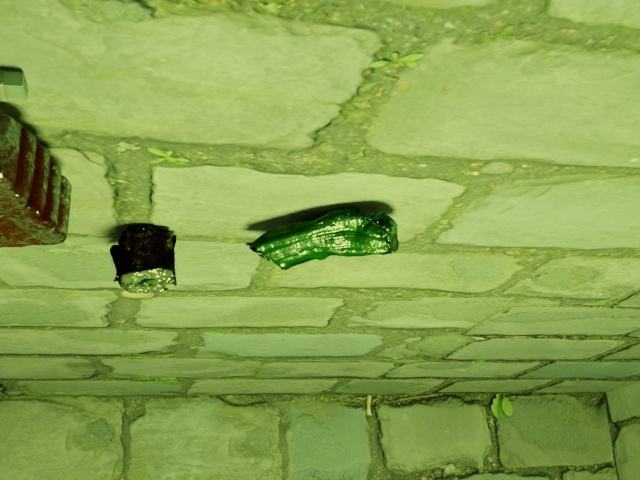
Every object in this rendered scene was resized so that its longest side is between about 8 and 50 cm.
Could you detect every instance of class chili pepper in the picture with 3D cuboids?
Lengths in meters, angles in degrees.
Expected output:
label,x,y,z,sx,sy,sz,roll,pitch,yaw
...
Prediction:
label,x,y,z,sx,sy,sz,roll,pitch,yaw
chili pepper,0.000,-0.002,1.124,0.224,0.061,0.098,-8,145,22

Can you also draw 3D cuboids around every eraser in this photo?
label,x,y,z,sx,sy,sz,roll,pitch,yaw
eraser,-0.326,-0.149,0.743,0.083,0.019,0.038,2,161,-12

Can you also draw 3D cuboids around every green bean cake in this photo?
label,x,y,z,sx,sy,sz,roll,pitch,yaw
green bean cake,-0.390,-0.068,0.839,0.198,0.097,0.233,-2,161,6

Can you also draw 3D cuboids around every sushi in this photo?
label,x,y,z,sx,sy,sz,roll,pitch,yaw
sushi,-0.261,0.029,1.142,0.098,0.084,0.094,-1,158,-14
